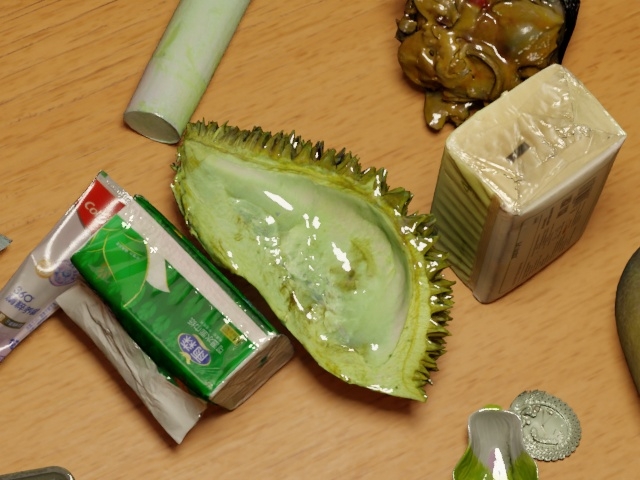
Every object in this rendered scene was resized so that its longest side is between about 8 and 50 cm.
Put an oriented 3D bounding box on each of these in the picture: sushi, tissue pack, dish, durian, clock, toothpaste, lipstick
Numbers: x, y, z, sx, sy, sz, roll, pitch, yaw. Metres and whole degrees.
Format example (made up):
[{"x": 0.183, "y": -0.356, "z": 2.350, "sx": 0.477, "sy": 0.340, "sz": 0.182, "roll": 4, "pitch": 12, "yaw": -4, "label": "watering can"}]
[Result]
[{"x": 0.182, "y": -0.246, "z": 1.947, "sx": 0.200, "sy": 0.213, "sz": 0.204, "roll": -3, "pitch": 52, "yaw": 19, "label": "sushi"}, {"x": -0.156, "y": 0.084, "z": 1.802, "sx": 0.156, "sy": 0.148, "sz": 0.209, "roll": -44, "pitch": 78, "yaw": -5, "label": "tissue pack"}, {"x": 0.181, "y": 0.241, "z": 1.820, "sx": 0.091, "sy": 0.039, "sz": 0.137, "roll": 0, "pitch": 67, "yaw": 1, "label": "dish"}, {"x": 0.002, "y": 0.001, "z": 1.862, "sx": 0.394, "sy": 0.163, "sz": 0.198, "roll": 40, "pitch": 90, "yaw": 11, "label": "durian"}, {"x": 0.236, "y": 0.197, "z": 1.857, "sx": 0.083, "sy": 0.010, "sz": 0.074, "roll": 27, "pitch": 68, "yaw": 6, "label": "clock"}, {"x": 0.210, "y": -0.057, "z": 1.837, "sx": 0.159, "sy": 0.234, "sz": 0.125, "roll": -36, "pitch": 72, "yaw": -16, "label": "tissue pack"}, {"x": -0.300, "y": 0.053, "z": 1.859, "sx": 0.075, "sy": 0.048, "sz": 0.301, "roll": 35, "pitch": 67, "yaw": 14, "label": "toothpaste"}, {"x": -0.127, "y": -0.252, "z": 1.979, "sx": 0.076, "sy": 0.076, "sz": 0.304, "roll": 21, "pitch": 68, "yaw": 5, "label": "lipstick"}]

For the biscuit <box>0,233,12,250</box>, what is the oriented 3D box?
[{"x": -0.490, "y": 0.060, "z": 1.824, "sx": 0.186, "sy": 0.079, "sz": 0.309, "roll": 34, "pitch": 71, "yaw": 7, "label": "biscuit"}]

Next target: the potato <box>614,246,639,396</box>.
[{"x": 0.398, "y": 0.104, "z": 1.833, "sx": 0.174, "sy": 0.159, "sz": 0.251, "roll": -8, "pitch": 53, "yaw": 21, "label": "potato"}]

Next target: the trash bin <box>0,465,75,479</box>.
[{"x": -0.290, "y": 0.298, "z": 1.654, "sx": 0.164, "sy": 0.240, "sz": 0.122, "roll": -9, "pitch": 71, "yaw": -9, "label": "trash bin"}]
